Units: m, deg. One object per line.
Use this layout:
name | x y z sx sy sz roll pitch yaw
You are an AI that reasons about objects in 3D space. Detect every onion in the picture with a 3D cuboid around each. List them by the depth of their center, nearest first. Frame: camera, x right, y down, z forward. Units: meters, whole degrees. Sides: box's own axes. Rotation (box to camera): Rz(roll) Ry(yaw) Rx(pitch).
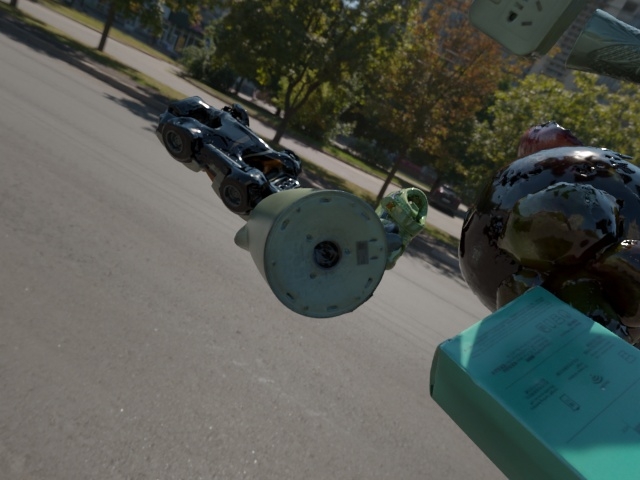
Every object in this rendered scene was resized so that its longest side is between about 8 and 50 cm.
onion | 0.619 -0.166 1.074 0.283 0.120 0.227 46 14 -8

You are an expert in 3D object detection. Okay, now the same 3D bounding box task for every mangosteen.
mangosteen | 0.436 0.017 0.777 0.381 0.381 0.421 35 39 27

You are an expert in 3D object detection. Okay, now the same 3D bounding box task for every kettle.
kettle | 0.000 0.000 0.642 0.240 0.165 0.255 -9 9 -16

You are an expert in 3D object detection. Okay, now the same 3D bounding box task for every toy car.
toy car | -0.178 -0.169 0.830 0.301 0.118 0.193 39 43 6

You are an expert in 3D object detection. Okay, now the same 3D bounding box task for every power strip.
power strip | 0.386 -0.504 0.786 0.141 0.229 0.261 -15 56 -44

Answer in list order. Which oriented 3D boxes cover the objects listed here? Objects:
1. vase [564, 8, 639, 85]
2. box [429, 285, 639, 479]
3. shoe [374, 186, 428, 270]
vase | 0.529 -0.289 0.676 0.219 0.096 0.096 34 16 21
box | 0.309 0.214 0.489 0.205 0.118 0.311 -25 42 -23
shoe | 0.195 -0.050 1.098 0.140 0.128 0.262 38 51 -6
